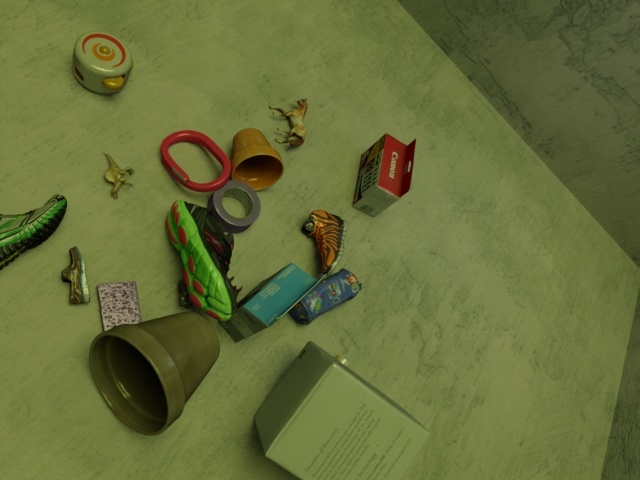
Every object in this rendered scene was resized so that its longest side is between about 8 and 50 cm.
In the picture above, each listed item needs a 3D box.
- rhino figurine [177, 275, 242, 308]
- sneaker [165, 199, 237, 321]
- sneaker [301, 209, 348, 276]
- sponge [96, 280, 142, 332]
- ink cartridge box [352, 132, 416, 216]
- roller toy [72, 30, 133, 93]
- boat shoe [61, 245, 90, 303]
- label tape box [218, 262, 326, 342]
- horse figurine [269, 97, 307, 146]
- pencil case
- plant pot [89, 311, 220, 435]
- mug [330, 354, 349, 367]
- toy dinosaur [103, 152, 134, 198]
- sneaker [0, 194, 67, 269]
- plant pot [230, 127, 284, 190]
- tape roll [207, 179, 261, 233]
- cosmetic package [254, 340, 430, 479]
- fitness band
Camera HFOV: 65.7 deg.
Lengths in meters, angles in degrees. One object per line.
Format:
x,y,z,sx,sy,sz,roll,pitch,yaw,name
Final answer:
-0.380,0.168,1.719,0.243,0.073,0.106,-2,68,-34,rhino figurine
-0.363,0.045,1.660,0.202,0.185,0.482,-1,51,-38,sneaker
0.000,0.000,1.998,0.180,0.124,0.321,27,39,-12,sneaker
-0.629,0.234,1.563,0.117,0.031,0.210,-5,71,-33,sponge
0.286,-0.307,2.216,0.130,0.272,0.309,24,58,-21,ink cartridge box
-0.788,-0.644,1.789,0.191,0.146,0.209,22,60,-21,roller toy
-0.756,0.106,1.520,0.066,0.066,0.183,-9,74,-33,boat shoe
-0.168,0.195,1.663,0.115,0.348,0.249,50,53,-2,label tape box
-0.123,-0.513,2.189,0.174,0.066,0.263,-3,68,-26,horse figurine
0.018,0.217,1.912,0.306,0.119,0.133,-25,95,-37,pencil case
-0.461,0.352,1.468,0.323,0.323,0.280,55,37,1,plant pot
0.060,0.474,1.868,0.064,0.078,0.062,-46,128,-28,mug
-0.700,-0.237,1.718,0.093,0.053,0.183,-7,73,-32,toy dinosaur
-0.903,-0.040,1.455,0.146,0.134,0.343,48,54,-4,sneaker
-0.264,-0.333,1.953,0.205,0.205,0.188,2,52,-31,plant pot
-0.327,-0.127,1.880,0.189,0.080,0.189,12,64,-27,tape roll
0.053,0.585,1.574,0.394,0.329,0.327,38,82,-11,cosmetic package
-0.465,-0.298,1.851,0.209,0.054,0.291,-32,69,-32,fitness band
